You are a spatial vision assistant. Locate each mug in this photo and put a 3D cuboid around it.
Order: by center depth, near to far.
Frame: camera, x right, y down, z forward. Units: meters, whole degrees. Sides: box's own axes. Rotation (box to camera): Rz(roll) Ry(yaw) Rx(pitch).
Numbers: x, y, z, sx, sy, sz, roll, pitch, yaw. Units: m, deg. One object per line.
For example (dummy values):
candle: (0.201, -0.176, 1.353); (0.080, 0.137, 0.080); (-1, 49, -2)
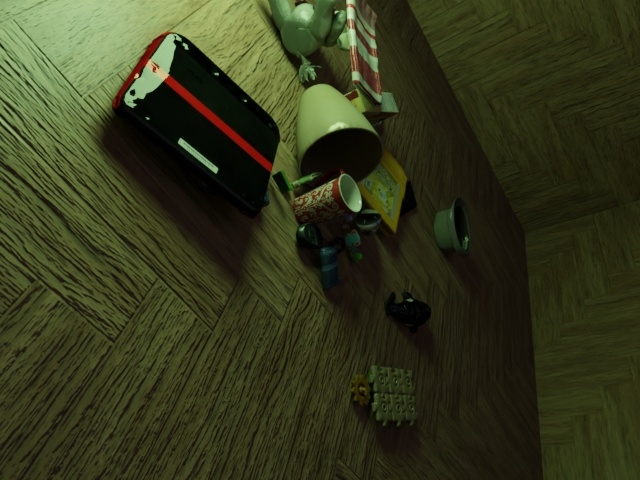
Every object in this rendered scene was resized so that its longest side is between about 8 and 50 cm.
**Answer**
mug: (0.021, -0.116, 1.488); (0.113, 0.170, 0.150); (55, 34, -23)

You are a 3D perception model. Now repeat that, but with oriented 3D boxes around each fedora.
fedora: (0.603, -0.053, 2.411); (0.244, 0.125, 0.275); (-12, 92, -57)

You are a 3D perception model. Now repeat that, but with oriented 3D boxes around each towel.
towel: (0.027, 0.076, 1.489); (0.067, 0.029, 0.119); (-20, 111, -53)
towel: (0.138, -0.609, 1.631); (0.237, 0.037, 0.328); (11, 75, -66)

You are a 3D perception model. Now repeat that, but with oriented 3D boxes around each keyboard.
keyboard: (0.314, -0.204, 2.135); (0.317, 0.033, 0.201); (-25, 100, -60)

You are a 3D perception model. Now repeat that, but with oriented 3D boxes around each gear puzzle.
gear puzzle: (0.186, 0.464, 1.555); (0.339, 0.044, 0.175); (22, 57, -48)

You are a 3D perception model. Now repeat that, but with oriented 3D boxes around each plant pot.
plant pot: (0.026, -0.340, 1.588); (0.257, 0.257, 0.273); (28, 36, -49)

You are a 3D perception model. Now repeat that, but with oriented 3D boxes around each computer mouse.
computer mouse: (0.000, 0.000, 1.517); (0.242, 0.041, 0.071); (18, 59, -55)

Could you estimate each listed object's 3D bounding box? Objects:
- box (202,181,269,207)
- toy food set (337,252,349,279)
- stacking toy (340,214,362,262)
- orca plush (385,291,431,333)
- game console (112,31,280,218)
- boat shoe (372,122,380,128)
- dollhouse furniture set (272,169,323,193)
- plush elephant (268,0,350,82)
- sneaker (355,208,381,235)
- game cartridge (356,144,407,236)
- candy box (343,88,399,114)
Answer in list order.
box: (-0.218, -0.167, 1.269); (0.225, 0.037, 0.136); (15, 61, -54)
toy food set: (0.061, 0.073, 1.590); (0.083, 0.020, 0.082); (60, 32, -15)
stacking toy: (0.090, -0.040, 1.598); (0.167, 0.052, 0.221); (52, 21, -85)
orca plush: (0.339, 0.236, 1.855); (0.287, 0.102, 0.151); (35, 45, -44)
game console: (-0.258, -0.271, 1.203); (0.387, 0.060, 0.341); (39, 42, -30)
boat shoe: (0.233, -0.511, 2.146); (0.066, 0.063, 0.184); (60, 33, -17)
dollhouse furniture set: (-0.069, -0.179, 1.465); (0.152, 0.076, 0.058); (-31, 96, -50)
plush elephant: (-0.002, -0.719, 1.714); (0.255, 0.272, 0.329); (-51, 146, -40)
sneaker: (0.159, -0.052, 1.707); (0.237, 0.085, 0.086); (-39, 131, -78)
game cartridge: (0.214, -0.219, 1.921); (0.285, 0.053, 0.323); (45, 47, -31)
candy box: (0.131, -0.451, 1.835); (0.316, 0.183, 0.087); (-24, 95, -59)
